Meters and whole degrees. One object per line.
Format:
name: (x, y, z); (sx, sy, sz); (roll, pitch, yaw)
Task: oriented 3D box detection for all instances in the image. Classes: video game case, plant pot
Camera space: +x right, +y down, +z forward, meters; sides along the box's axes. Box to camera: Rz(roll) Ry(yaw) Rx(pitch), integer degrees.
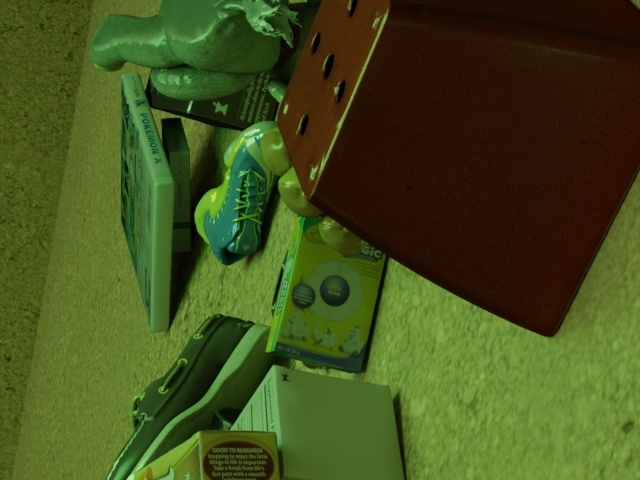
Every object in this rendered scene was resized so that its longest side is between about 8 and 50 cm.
video game case: (-0.293, -0.064, 2.506); (0.300, 0.036, 0.329); (-113, 22, -45)
plant pot: (0.111, -0.117, 1.278); (0.267, 0.236, 0.267); (-110, 39, -61)

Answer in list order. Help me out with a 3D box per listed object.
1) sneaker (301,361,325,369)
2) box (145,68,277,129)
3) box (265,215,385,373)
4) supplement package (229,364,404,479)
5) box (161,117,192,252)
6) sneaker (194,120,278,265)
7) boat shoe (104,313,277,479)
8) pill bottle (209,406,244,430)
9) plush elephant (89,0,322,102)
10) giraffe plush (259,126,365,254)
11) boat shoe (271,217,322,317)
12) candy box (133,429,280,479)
sneaker: (-0.015, 0.112, 1.757); (0.134, 0.051, 0.070); (14, 84, 68)
box: (-0.165, -0.282, 2.377); (0.381, 0.143, 0.191); (-156, 81, -73)
box: (0.012, 0.048, 1.643); (0.043, 0.105, 0.179); (155, 128, -71)
supplement package: (-0.030, 0.259, 1.540); (0.244, 0.139, 0.134); (122, 151, -42)
box: (-0.242, -0.093, 2.514); (0.145, 0.038, 0.186); (-112, 21, -61)
sneaker: (-0.095, -0.056, 2.109); (0.240, 0.091, 0.126); (-56, 44, 43)
boat shoe: (-0.172, 0.211, 1.833); (0.324, 0.097, 0.116); (-52, -31, -37)
pill bottle: (-0.111, 0.315, 1.766); (0.123, 0.123, 0.219); (-141, 68, -70)
plush elephant: (-0.081, -0.280, 1.952); (0.330, 0.255, 0.271); (24, 90, 41)
giraffe plush: (0.066, -0.110, 1.581); (0.170, 0.181, 0.210); (-45, -1, 39)
boat shoe: (0.000, 0.000, 1.717); (0.076, 0.080, 0.228); (-7, 63, 57)
candy box: (-0.101, 0.352, 1.400); (0.183, 0.088, 0.316); (-38, 52, 56)
